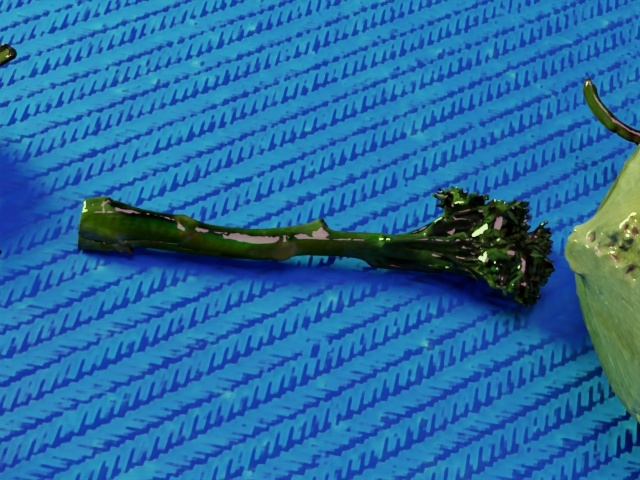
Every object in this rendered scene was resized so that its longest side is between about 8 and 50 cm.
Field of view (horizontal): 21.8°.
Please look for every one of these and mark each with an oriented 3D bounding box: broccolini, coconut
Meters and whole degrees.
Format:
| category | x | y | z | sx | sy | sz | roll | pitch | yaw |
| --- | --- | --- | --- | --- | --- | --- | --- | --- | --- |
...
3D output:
| category | x | y | z | sx | sy | sz | roll | pitch | yaw |
| --- | --- | --- | --- | --- | --- | --- | --- | --- | --- |
| broccolini | 0.001 | -0.008 | 0.880 | 0.254 | 0.058 | 0.071 | 7 | 4 | -7 |
| coconut | 0.210 | 0.018 | 0.805 | 0.194 | 0.194 | 0.194 | 5 | 47 | -5 |

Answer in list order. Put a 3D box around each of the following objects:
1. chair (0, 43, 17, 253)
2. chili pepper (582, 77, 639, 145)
| category | x | y | z | sx | sy | sz | roll | pitch | yaw |
| --- | --- | --- | --- | --- | --- | --- | --- | --- | --- |
| chair | -0.312 | -0.012 | 0.782 | 0.325 | 0.170 | 0.160 | -28 | 47 | 25 |
| chili pepper | 0.260 | -0.015 | 0.920 | 0.272 | 0.071 | 0.063 | 34 | 12 | 14 |
